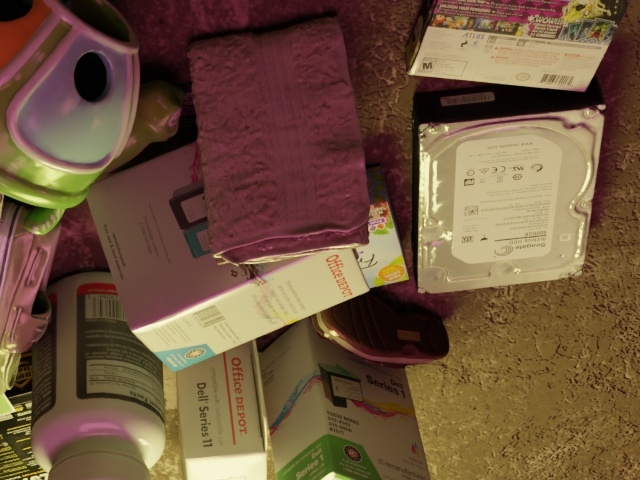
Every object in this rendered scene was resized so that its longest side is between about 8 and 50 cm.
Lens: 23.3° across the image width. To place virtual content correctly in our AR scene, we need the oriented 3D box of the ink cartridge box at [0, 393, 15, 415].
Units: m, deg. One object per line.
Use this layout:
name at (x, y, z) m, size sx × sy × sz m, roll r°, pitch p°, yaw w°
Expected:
ink cartridge box at (-0.542, 0.163, 2.129) m, size 0.171 × 0.056 × 0.235 m, roll -16°, pitch 131°, yaw 9°

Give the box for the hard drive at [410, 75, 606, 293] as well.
hard drive at (0.237, -0.064, 2.018) m, size 0.237 × 0.064 × 0.339 m, roll -6°, pitch 141°, yaw -3°

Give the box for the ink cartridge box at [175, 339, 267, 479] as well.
ink cartridge box at (-0.145, 0.285, 2.250) m, size 0.119 × 0.207 × 0.353 m, roll -4°, pitch 139°, yaw -7°

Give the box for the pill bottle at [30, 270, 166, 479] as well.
pill bottle at (-0.294, 0.213, 2.052) m, size 0.176 × 0.318 × 0.176 m, roll -4°, pitch 141°, yaw -4°

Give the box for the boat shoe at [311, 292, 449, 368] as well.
boat shoe at (0.068, 0.138, 2.192) m, size 0.095 × 0.095 × 0.257 m, roll -23°, pitch 148°, yaw 39°

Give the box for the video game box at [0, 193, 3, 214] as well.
video game box at (-0.480, -0.067, 1.846) m, size 0.205 × 0.048 × 0.187 m, roll 6°, pitch 116°, yaw -16°

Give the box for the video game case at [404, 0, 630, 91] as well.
video game case at (0.234, -0.267, 1.791) m, size 0.232 × 0.042 × 0.210 m, roll 3°, pitch 139°, yaw -14°

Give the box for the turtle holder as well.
turtle holder at (-0.291, -0.152, 1.685) m, size 0.320 × 0.243 × 0.227 m, roll 34°, pitch 108°, yaw -25°

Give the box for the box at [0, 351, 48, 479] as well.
box at (-0.498, 0.293, 2.300) m, size 0.322 × 0.079 × 0.257 m, roll -15°, pitch 141°, yaw 8°

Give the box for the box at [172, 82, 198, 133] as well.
box at (-0.171, -0.158, 1.867) m, size 0.083 × 0.018 × 0.067 m, roll -8°, pitch 140°, yaw -1°

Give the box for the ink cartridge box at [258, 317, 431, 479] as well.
ink cartridge box at (0.035, 0.270, 2.212) m, size 0.201 × 0.278 × 0.117 m, roll 25°, pitch 127°, yaw -33°

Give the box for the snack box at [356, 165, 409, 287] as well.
snack box at (0.000, 0.000, 2.045) m, size 0.207 × 0.070 × 0.174 m, roll -11°, pitch 141°, yaw 5°

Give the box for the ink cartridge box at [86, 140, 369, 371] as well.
ink cartridge box at (-0.107, 0.000, 1.860) m, size 0.270 × 0.197 × 0.198 m, roll -22°, pitch 159°, yaw 1°

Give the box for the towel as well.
towel at (-0.048, -0.113, 1.749) m, size 0.187 × 0.282 × 0.049 m, roll -10°, pitch 162°, yaw 1°

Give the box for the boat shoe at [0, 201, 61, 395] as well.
boat shoe at (-0.398, 0.091, 2.010) m, size 0.094 × 0.109 × 0.302 m, roll 14°, pitch 124°, yaw 1°
